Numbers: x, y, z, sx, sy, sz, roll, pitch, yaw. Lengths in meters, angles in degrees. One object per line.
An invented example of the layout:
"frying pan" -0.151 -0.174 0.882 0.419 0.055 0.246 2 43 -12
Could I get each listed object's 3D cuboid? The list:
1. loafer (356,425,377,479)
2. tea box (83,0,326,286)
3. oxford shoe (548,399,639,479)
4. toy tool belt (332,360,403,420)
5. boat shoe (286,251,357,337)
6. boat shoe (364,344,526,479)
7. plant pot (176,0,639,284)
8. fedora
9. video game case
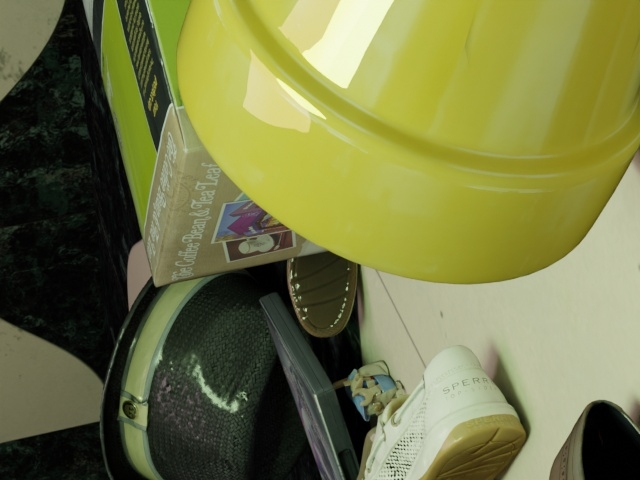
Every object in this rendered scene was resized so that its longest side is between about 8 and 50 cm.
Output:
"loafer" 0.060 0.237 1.577 0.050 0.056 0.148 -109 14 -52
"tea box" -0.062 -0.172 1.394 0.329 0.220 0.323 118 139 -69
"oxford shoe" 0.191 0.200 0.947 0.271 0.097 0.098 -118 26 -52
"toy tool belt" 0.045 0.147 1.574 0.083 0.051 0.052 -131 32 -63
"boat shoe" 0.000 0.000 1.638 0.072 0.068 0.190 98 169 -85
"boat shoe" 0.086 0.168 1.350 0.277 0.098 0.096 118 139 -55
"plant pot" 0.077 -0.148 0.865 0.239 0.254 0.254 -65 36 41
"fedora" -0.092 0.164 1.853 0.152 0.334 0.334 20 128 33
"video game case" 0.011 0.208 1.700 0.196 0.026 0.274 -124 13 -59
